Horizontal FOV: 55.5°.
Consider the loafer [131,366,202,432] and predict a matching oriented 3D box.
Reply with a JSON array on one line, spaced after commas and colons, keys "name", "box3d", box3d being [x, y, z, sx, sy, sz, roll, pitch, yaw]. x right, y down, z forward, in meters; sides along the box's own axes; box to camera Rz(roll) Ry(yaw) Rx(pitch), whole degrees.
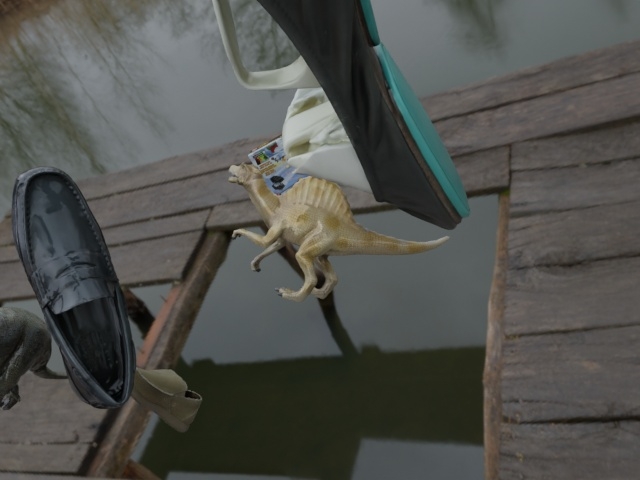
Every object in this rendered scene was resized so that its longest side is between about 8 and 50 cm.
[{"name": "loafer", "box3d": [-0.188, 0.168, 0.700, 0.056, 0.148, 0.050, 24, 66, 37]}]

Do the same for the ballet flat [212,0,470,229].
[{"name": "ballet flat", "box3d": [0.007, -0.100, 0.362, 0.096, 0.280, 0.095, -20, 42, 16]}]

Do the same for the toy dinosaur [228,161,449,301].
[{"name": "toy dinosaur", "box3d": [0.000, 0.000, 0.465, 0.053, 0.183, 0.093, -45, -24, -78]}]

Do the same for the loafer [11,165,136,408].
[{"name": "loafer", "box3d": [-0.211, 0.042, 0.537, 0.076, 0.223, 0.078, -20, 10, -34]}]

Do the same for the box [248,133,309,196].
[{"name": "box", "box3d": [-0.023, -0.119, 0.887, 0.137, 0.094, 0.027, -25, 22, 15]}]

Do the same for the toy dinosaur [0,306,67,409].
[{"name": "toy dinosaur", "box3d": [-0.434, 0.148, 0.811, 0.121, 0.313, 0.160, 18, 81, 40]}]
